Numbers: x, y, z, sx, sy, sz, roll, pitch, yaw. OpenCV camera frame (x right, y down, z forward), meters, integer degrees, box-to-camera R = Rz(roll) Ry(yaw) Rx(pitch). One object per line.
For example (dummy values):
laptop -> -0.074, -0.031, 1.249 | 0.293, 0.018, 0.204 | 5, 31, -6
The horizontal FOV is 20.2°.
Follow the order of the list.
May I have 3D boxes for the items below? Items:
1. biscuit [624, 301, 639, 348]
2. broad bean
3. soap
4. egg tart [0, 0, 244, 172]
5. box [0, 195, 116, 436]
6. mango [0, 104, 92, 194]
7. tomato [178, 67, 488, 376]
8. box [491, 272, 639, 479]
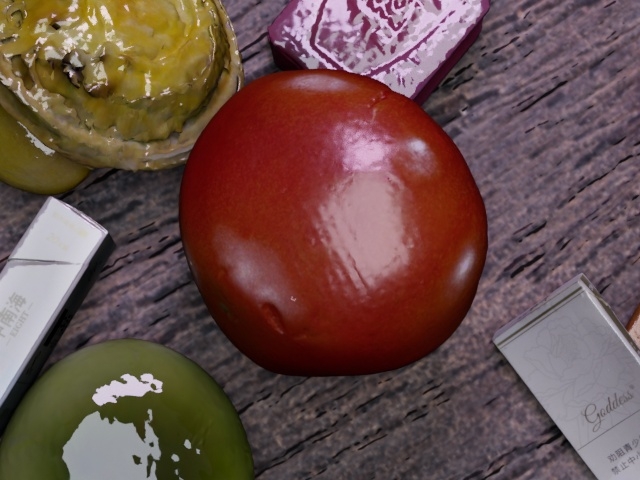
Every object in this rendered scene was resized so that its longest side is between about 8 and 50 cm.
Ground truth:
biscuit -> 0.386, 0.107, 1.728 | 0.186, 0.036, 0.192 | 33, 85, 2
broad bean -> -0.177, 0.235, 1.642 | 0.238, 0.119, 0.291 | -7, 85, -4
soap -> 0.075, -0.232, 1.712 | 0.162, 0.099, 0.250 | 38, 84, 7
egg tart -> -0.186, -0.202, 1.642 | 0.291, 0.107, 0.290 | 13, 60, -24
box -> -0.276, 0.083, 1.632 | 0.067, 0.155, 0.243 | 31, 83, -2
mango -> -0.288, -0.125, 1.684 | 0.195, 0.092, 0.130 | 32, 86, 8
tomato -> 0.000, 0.000, 1.589 | 0.226, 0.298, 0.298 | -41, 89, -27
box -> 0.263, 0.139, 1.699 | 0.109, 0.029, 0.198 | -37, 89, 24
